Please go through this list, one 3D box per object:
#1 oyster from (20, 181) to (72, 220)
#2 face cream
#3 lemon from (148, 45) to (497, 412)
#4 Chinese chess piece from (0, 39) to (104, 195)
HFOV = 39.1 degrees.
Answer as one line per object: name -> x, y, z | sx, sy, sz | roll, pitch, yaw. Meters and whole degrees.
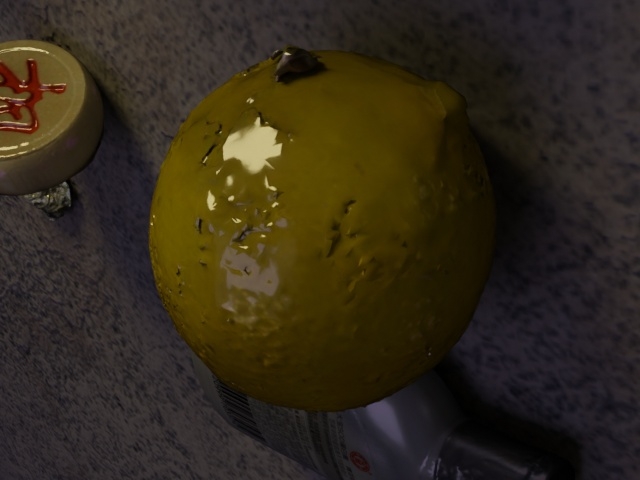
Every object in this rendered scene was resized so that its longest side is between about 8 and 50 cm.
oyster -> -0.264, -0.066, 0.810 | 0.100, 0.037, 0.098 | 48, 145, 6
face cream -> 0.028, 0.118, 0.612 | 0.291, 0.071, 0.144 | 17, 133, 41
lemon -> 0.000, 0.000, 0.455 | 0.173, 0.173, 0.206 | 38, 141, 19
Chinese chess piece -> -0.223, -0.092, 0.669 | 0.122, 0.122, 0.051 | 36, 160, 22
